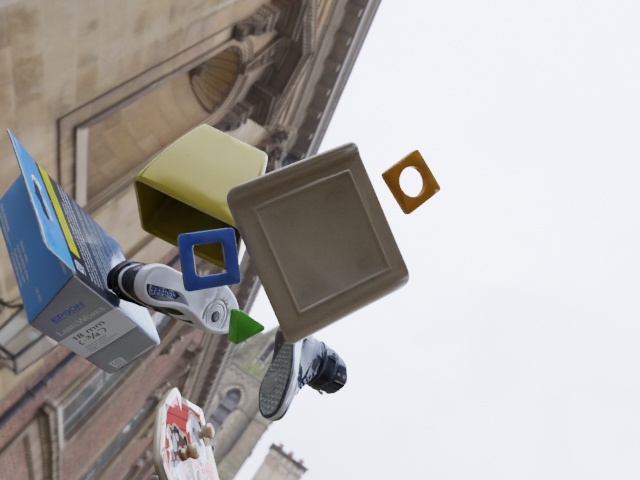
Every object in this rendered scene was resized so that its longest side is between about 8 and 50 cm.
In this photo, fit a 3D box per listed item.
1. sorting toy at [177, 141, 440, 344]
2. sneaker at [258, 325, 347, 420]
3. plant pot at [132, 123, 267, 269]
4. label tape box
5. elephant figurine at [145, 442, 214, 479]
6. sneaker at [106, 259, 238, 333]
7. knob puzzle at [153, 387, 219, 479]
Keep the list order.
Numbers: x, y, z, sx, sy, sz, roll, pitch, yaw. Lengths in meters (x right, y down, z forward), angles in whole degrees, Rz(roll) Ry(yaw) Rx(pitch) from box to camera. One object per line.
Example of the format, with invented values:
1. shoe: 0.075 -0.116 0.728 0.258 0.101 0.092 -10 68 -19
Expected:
1. sorting toy: 0.000 0.000 0.711 0.047 0.347 0.196 -6 -73 67
2. sneaker: -0.025 0.269 1.105 0.086 0.226 0.163 -29 -62 31
3. plant pot: -0.210 -0.093 1.135 0.212 0.187 0.212 26 -27 1
4. label tape box: -0.394 0.032 0.896 0.241 0.105 0.334 55 -7 32
5. elephant figurine: -0.269 0.418 0.845 0.239 0.169 0.186 -11 -80 11
6. sneaker: -0.230 0.080 0.910 0.121 0.079 0.217 8 -19 35
7. knob puzzle: -0.140 0.257 0.669 0.029 0.213 0.213 -20 -61 -1
